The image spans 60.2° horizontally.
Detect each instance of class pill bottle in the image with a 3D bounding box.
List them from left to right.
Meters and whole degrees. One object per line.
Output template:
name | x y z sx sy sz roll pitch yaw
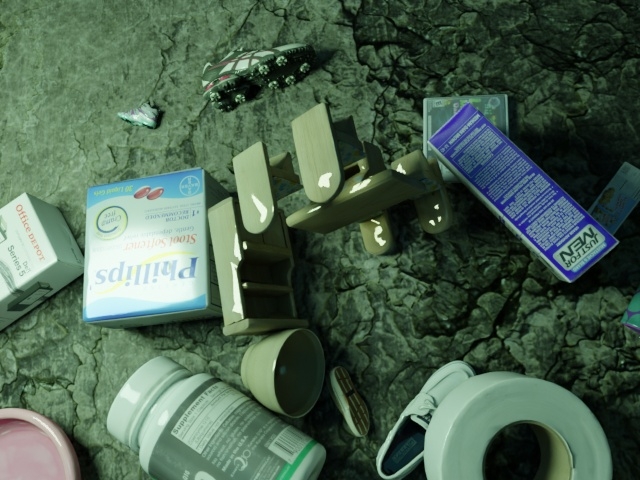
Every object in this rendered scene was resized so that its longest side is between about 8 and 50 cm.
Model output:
pill bottle | -0.189 0.372 0.999 0.361 0.204 0.204 27 82 17

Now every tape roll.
tape roll | 0.321 0.364 0.909 0.287 0.100 0.285 1 82 -6

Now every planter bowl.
planter bowl | -0.080 0.245 1.046 0.109 0.162 0.161 -2 74 34

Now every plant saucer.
plant saucer | -0.623 0.510 1.114 0.333 0.084 0.331 -3 74 10

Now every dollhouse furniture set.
dollhouse furniture set | 0.000 0.000 0.992 0.394 0.362 0.256 -23 70 33

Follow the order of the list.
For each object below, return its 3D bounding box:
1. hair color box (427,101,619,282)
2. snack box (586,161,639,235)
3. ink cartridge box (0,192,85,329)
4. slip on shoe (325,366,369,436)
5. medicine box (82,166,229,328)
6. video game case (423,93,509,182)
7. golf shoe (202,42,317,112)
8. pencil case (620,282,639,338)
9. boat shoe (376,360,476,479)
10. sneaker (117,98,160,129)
hair color box | 0.355 -0.082 0.997 0.110 0.185 0.338 -43 76 12
snack box | 0.558 -0.064 1.057 0.064 0.022 0.178 38 85 17
ink cartridge box | -0.696 0.054 1.232 0.273 0.115 0.198 -35 71 1
slip on shoe | 0.048 0.309 1.054 0.041 0.051 0.135 -37 76 42
medicine box | -0.331 0.024 1.149 0.264 0.149 0.289 -8 73 9
video game case | 0.302 -0.212 1.149 0.173 0.022 0.190 0 75 11
golf shoe | -0.146 -0.400 1.251 0.273 0.105 0.120 -19 65 5
pencil case | 0.600 0.101 0.983 0.070 0.064 0.151 25 82 33
boat shoe | 0.195 0.328 0.994 0.095 0.084 0.258 34 84 18
sneaker | -0.429 -0.309 1.318 0.098 0.038 0.069 17 78 6
